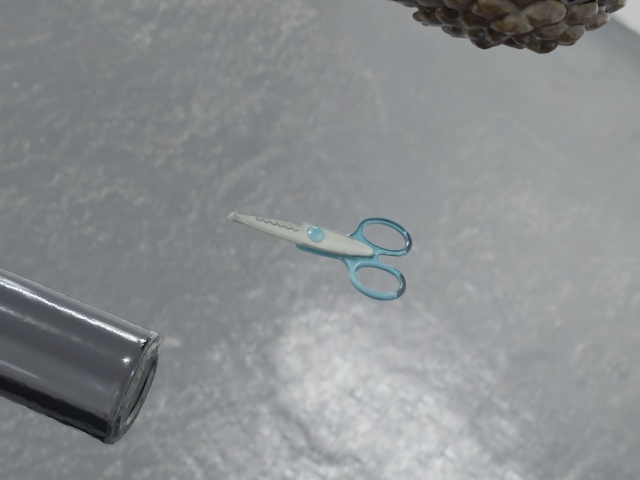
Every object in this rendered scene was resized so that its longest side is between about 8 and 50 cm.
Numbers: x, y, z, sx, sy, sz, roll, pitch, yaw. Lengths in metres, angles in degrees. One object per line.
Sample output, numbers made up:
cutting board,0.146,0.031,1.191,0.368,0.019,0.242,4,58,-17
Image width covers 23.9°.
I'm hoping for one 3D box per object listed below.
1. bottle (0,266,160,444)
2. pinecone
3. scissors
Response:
bottle,-0.218,0.044,0.904,0.244,0.082,0.072,23,67,6
pinecone,0.115,-0.216,0.904,0.179,0.204,0.184,5,5,-3
scissors,0.000,0.000,0.944,0.119,0.014,0.058,17,61,-11
